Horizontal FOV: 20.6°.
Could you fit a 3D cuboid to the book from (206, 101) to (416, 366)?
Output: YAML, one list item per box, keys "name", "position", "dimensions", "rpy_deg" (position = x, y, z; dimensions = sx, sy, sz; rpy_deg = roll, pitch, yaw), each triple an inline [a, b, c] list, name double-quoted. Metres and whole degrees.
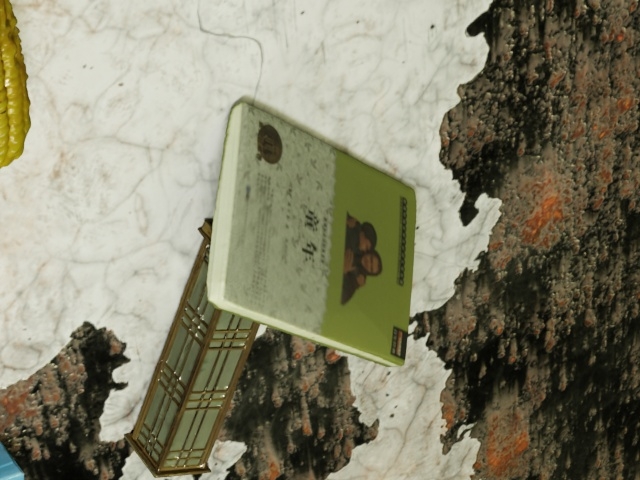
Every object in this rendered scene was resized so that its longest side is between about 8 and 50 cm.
- name: "book"
  position: [0.000, 0.000, 2.088]
  dimensions: [0.352, 0.035, 0.239]
  rpy_deg: [23, 67, -47]

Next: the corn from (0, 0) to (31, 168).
- name: "corn"
  position: [-0.346, -0.210, 1.667]
  dimensions: [0.120, 0.120, 0.363]
  rpy_deg: [-23, 134, -24]

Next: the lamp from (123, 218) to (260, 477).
- name: "lamp"
  position: [-0.140, 0.134, 2.137]
  dimensions: [0.090, 0.089, 0.325]
  rpy_deg: [2, 120, -39]

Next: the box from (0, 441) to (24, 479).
- name: "box"
  position: [-0.430, 0.356, 2.081]
  dimensions: [0.142, 0.083, 0.232]
  rpy_deg: [-17, 133, -29]
